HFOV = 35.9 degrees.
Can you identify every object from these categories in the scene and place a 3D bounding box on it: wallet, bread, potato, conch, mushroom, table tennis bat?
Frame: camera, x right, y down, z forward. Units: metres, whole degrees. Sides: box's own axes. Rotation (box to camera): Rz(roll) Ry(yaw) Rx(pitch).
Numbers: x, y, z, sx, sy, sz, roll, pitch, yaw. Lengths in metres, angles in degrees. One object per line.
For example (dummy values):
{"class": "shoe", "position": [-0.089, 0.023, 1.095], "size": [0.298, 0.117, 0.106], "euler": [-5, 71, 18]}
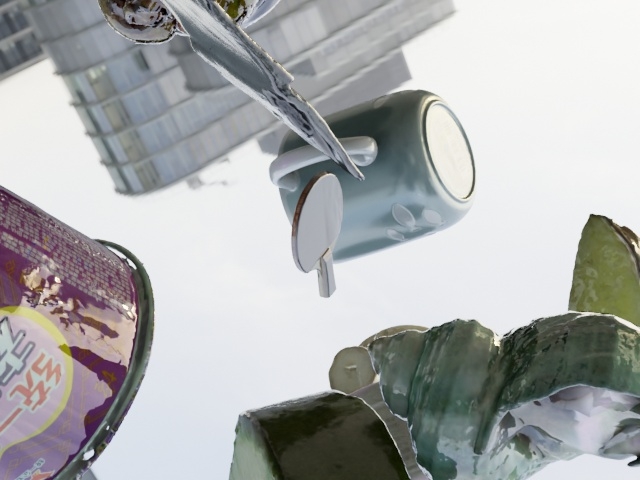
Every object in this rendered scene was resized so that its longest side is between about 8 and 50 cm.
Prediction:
{"class": "wallet", "position": [-0.090, -0.202, 1.111], "size": [0.041, 0.323, 0.247], "euler": [-47, -135, -4]}
{"class": "bread", "position": [0.014, 0.333, 0.950], "size": [0.129, 0.367, 0.382], "euler": [-10, -179, -18]}
{"class": "potato", "position": [0.429, 0.090, 1.307], "size": [0.112, 0.270, 0.255], "euler": [22, -158, 38]}
{"class": "conch", "position": [0.169, 0.141, 0.868], "size": [0.277, 0.220, 0.196], "euler": [19, -101, 23]}
{"class": "mushroom", "position": [0.148, 0.319, 1.979], "size": [0.355, 0.315, 0.315], "euler": [14, -161, -16]}
{"class": "table tennis bat", "position": [0.000, 0.000, 1.405], "size": [0.019, 0.220, 0.130], "euler": [18, -131, 25]}

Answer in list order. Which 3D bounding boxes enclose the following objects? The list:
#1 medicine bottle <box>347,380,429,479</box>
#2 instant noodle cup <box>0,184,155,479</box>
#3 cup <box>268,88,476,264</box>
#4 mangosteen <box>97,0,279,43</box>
{"class": "medicine bottle", "position": [0.134, 0.391, 1.527], "size": [0.241, 0.241, 0.302], "euler": [-25, -121, -2]}
{"class": "instant noodle cup", "position": [-0.360, 0.073, 0.893], "size": [0.339, 0.266, 0.340], "euler": [-19, -131, 23]}
{"class": "cup", "position": [0.080, -0.121, 1.662], "size": [0.274, 0.260, 0.356], "euler": [-17, 166, 31]}
{"class": "mangosteen", "position": [-0.246, -0.518, 1.708], "size": [0.421, 0.381, 0.381], "euler": [-44, -149, -26]}
